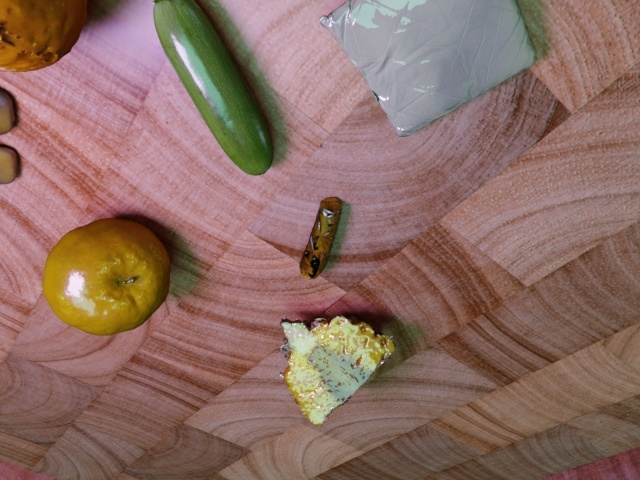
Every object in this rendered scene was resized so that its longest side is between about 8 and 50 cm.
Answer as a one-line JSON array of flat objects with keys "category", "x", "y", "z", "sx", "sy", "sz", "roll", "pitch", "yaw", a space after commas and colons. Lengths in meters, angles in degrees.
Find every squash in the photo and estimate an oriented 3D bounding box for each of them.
[{"category": "squash", "x": -0.190, "y": -0.278, "z": 0.794, "sx": 0.107, "sy": 0.107, "sz": 0.395, "roll": -15, "pitch": 126, "yaw": 16}]

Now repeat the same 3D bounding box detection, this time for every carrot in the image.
[{"category": "carrot", "x": 0.000, "y": 0.001, "z": 1.033, "sx": 0.069, "sy": 0.069, "sz": 0.228, "roll": 13, "pitch": 128, "yaw": -6}]

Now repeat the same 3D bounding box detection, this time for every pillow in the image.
[{"category": "pillow", "x": 0.188, "y": -0.344, "z": 0.729, "sx": 0.274, "sy": 0.076, "sz": 0.281, "roll": -26, "pitch": 128, "yaw": 27}]

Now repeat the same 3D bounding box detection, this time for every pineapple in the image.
[{"category": "pineapple", "x": 0.015, "y": 0.300, "z": 1.240, "sx": 0.286, "sy": 0.209, "sz": 0.344, "roll": 42, "pitch": 98, "yaw": 5}]

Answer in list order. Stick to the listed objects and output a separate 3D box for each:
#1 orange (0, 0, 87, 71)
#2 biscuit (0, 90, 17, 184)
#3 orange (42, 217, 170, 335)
[{"category": "orange", "x": -0.514, "y": -0.394, "z": 0.590, "sx": 0.341, "sy": 0.340, "sz": 0.293, "roll": 5, "pitch": 103, "yaw": 0}, {"category": "biscuit", "x": -0.790, "y": -0.222, "z": 0.867, "sx": 0.291, "sy": 0.062, "sz": 0.236, "roll": 7, "pitch": 131, "yaw": -28}, {"category": "orange", "x": -0.501, "y": 0.084, "z": 1.021, "sx": 0.235, "sy": 0.279, "sz": 0.279, "roll": 4, "pitch": 139, "yaw": 47}]
